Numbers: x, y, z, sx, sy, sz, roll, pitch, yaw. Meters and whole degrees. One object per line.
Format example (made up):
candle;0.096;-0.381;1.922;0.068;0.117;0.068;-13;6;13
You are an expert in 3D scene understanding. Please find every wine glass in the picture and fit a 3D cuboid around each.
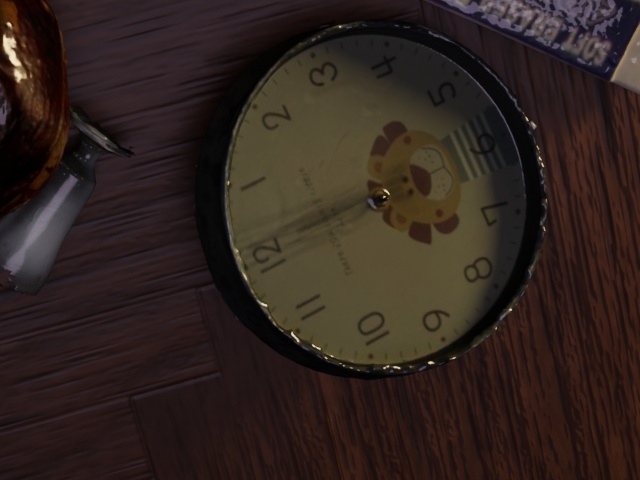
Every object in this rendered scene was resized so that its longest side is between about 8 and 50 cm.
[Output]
wine glass;-0.228;-0.033;1.433;0.072;0.072;0.155;34;97;-18

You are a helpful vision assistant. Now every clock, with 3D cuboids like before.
clock;0.048;-0.037;1.429;0.312;0.061;0.313;1;86;-21

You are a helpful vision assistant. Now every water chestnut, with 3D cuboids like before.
water chestnut;-0.297;-0.112;1.335;0.223;0.238;0.224;-4;76;17

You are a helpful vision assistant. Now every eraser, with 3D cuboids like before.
eraser;0.191;-0.228;1.444;0.279;0.081;0.124;21;102;-15
